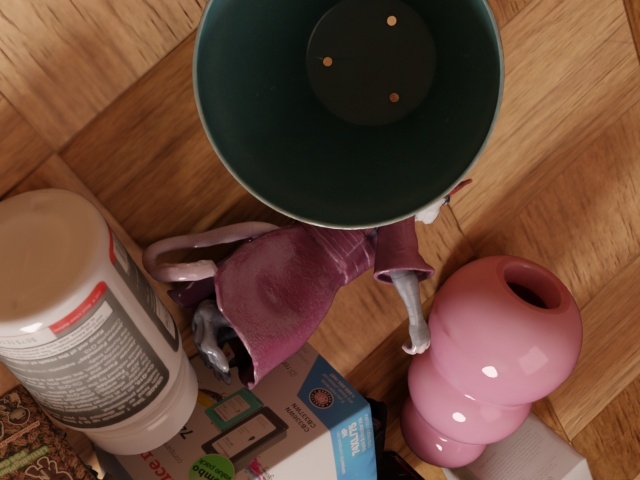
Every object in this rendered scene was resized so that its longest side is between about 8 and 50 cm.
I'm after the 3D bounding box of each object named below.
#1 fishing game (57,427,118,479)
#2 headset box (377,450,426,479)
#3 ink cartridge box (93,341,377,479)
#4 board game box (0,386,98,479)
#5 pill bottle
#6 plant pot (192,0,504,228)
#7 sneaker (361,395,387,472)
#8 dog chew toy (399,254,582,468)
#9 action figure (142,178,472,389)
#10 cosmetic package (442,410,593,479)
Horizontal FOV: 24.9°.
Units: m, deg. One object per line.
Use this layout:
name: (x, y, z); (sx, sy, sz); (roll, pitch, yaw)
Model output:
fishing game: (-0.210, 0.323, 1.604); (0.041, 0.264, 0.189); (-29, 142, -23)
headset box: (0.060, 0.407, 1.987); (0.293, 0.218, 0.110); (3, 121, -49)
ink cartridge box: (-0.099, 0.262, 1.715); (0.270, 0.198, 0.197); (-31, 141, -22)
board game box: (-0.279, 0.342, 1.528); (0.141, 0.291, 0.232); (-31, 142, -21)
pill bottle: (-0.235, 0.091, 1.441); (0.161, 0.161, 0.283); (-39, 142, -11)
plant pot: (0.039, -0.171, 1.424); (0.290, 0.290, 0.195); (-58, 178, 14)
sneaker: (0.029, 0.290, 1.881); (0.283, 0.107, 0.124); (-69, 178, -69)
dog chew toy: (0.214, 0.180, 1.968); (0.206, 0.206, 0.332); (-9, 137, -41)
action figure: (0.000, 0.000, 1.626); (0.370, 0.248, 0.276); (-39, 117, -9)
cosmetic package: (0.289, 0.345, 2.166); (0.138, 0.224, 0.224); (-42, 144, -11)
